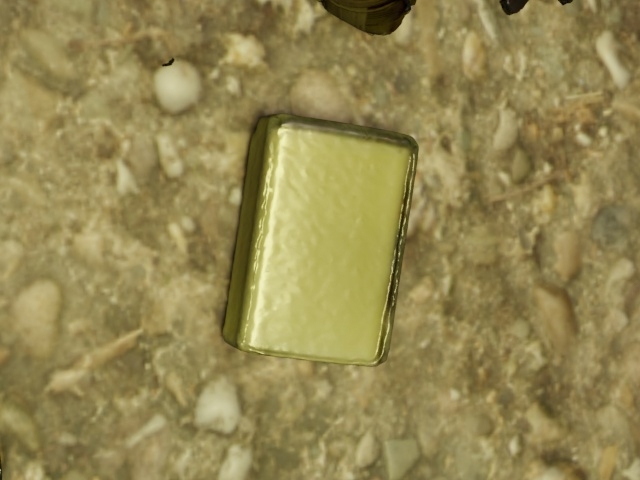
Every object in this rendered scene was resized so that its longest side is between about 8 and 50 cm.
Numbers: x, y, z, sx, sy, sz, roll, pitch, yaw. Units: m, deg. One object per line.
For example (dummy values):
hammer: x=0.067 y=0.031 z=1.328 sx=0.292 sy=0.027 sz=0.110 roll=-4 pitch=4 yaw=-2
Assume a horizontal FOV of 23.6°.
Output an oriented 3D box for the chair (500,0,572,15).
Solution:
chair: x=0.228 y=-0.273 z=1.142 sx=0.229 sy=0.106 sz=0.113 roll=-31 pitch=103 yaw=-13

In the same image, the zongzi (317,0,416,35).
zongzi: x=0.057 y=-0.251 z=1.052 sx=0.081 sy=0.189 sz=0.178 roll=31 pitch=80 yaw=13

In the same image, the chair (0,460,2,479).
chair: x=-0.218 y=0.167 z=1.062 sx=0.086 sy=0.037 sz=0.042 roll=1 pitch=106 yaw=-15

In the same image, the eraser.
eraser: x=0.000 y=0.000 z=1.111 sx=0.117 sy=0.058 sz=0.172 roll=7 pitch=92 yaw=-20
